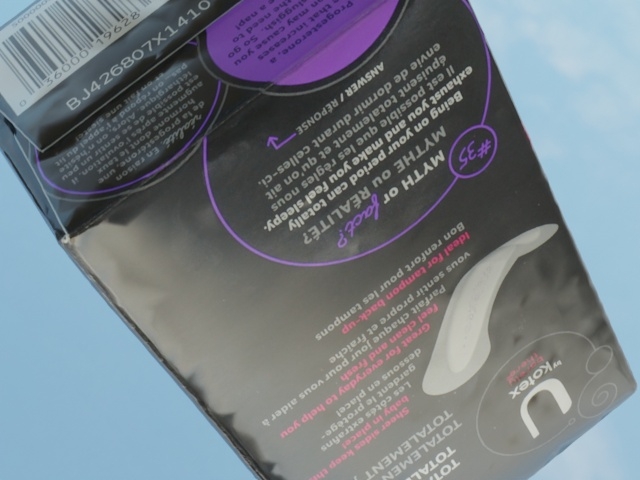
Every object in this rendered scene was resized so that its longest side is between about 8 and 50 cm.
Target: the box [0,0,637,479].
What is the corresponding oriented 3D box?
[{"bbox_3d":[0.000,0.000,0.591,0.165,0.270,0.143,-37,-137,-5],"label":"box"}]
